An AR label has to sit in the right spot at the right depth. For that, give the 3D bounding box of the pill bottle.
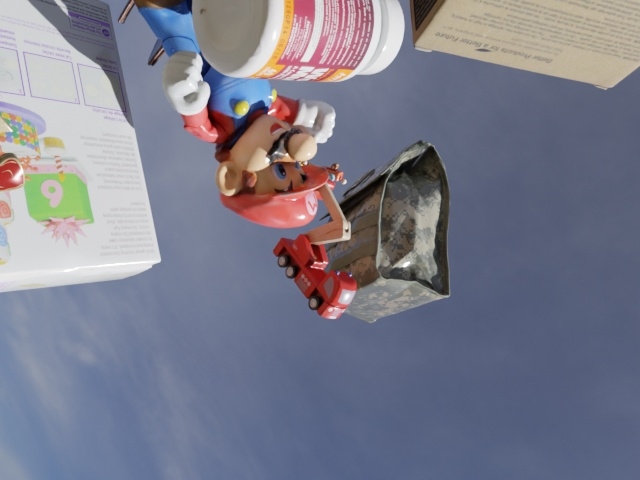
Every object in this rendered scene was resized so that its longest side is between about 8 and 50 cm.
[{"bbox_3d":[-0.013,-0.232,0.552,0.121,0.221,0.121,13,-71,40],"label":"pill bottle"}]

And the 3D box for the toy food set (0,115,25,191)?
[{"bbox_3d":[-0.263,-0.036,0.359,0.019,0.122,0.078,43,-24,42],"label":"toy food set"}]

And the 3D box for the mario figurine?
[{"bbox_3d":[-0.072,-0.164,0.607,0.320,0.198,0.170,65,-13,-18],"label":"mario figurine"}]

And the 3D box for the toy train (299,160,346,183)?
[{"bbox_3d":[-0.016,-0.156,1.129,0.125,0.166,0.046,23,-69,20],"label":"toy train"}]

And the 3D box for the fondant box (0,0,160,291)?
[{"bbox_3d":[-0.324,-0.115,0.549,0.096,0.238,0.330,-21,-101,38],"label":"fondant box"}]

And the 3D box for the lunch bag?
[{"bbox_3d":[0.107,-0.022,0.945,0.235,0.169,0.287,-33,-135,56],"label":"lunch bag"}]

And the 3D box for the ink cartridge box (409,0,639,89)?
[{"bbox_3d":[0.219,-0.236,0.437,0.193,0.235,0.088,134,-43,-63],"label":"ink cartridge box"}]

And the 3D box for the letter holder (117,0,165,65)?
[{"bbox_3d":[-0.242,-0.455,0.805,0.214,0.152,0.301,-25,-136,47],"label":"letter holder"}]

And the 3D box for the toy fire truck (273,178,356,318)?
[{"bbox_3d":[0.000,0.000,0.738,0.135,0.047,0.192,-54,-126,20],"label":"toy fire truck"}]
